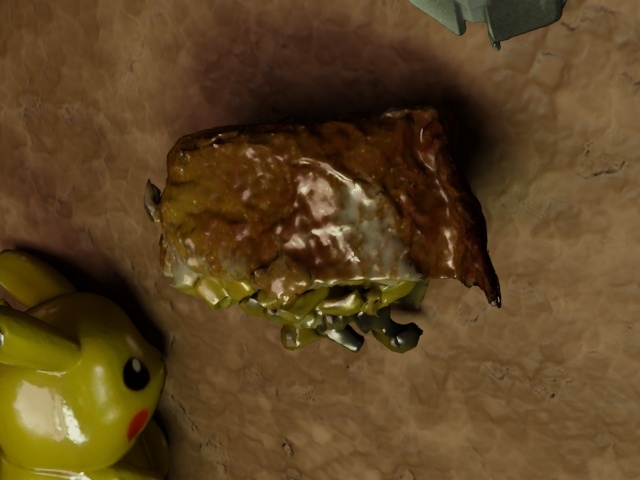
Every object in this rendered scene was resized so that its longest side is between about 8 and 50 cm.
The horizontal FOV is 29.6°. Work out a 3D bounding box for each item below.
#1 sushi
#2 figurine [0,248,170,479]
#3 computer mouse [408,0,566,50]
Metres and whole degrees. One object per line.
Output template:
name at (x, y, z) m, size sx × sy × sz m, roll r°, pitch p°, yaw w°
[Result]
sushi at (-0.002, 0.000, 0.828) m, size 0.296 × 0.167 × 0.179 m, roll -4°, pitch 93°, yaw 26°
figurine at (-0.216, 0.160, 1.048) m, size 0.169 × 0.218 × 0.326 m, roll -4°, pitch 111°, yaw -10°
computer mouse at (0.089, -0.216, 0.695) m, size 0.126 × 0.071 × 0.231 m, roll 15°, pitch 123°, yaw 26°
